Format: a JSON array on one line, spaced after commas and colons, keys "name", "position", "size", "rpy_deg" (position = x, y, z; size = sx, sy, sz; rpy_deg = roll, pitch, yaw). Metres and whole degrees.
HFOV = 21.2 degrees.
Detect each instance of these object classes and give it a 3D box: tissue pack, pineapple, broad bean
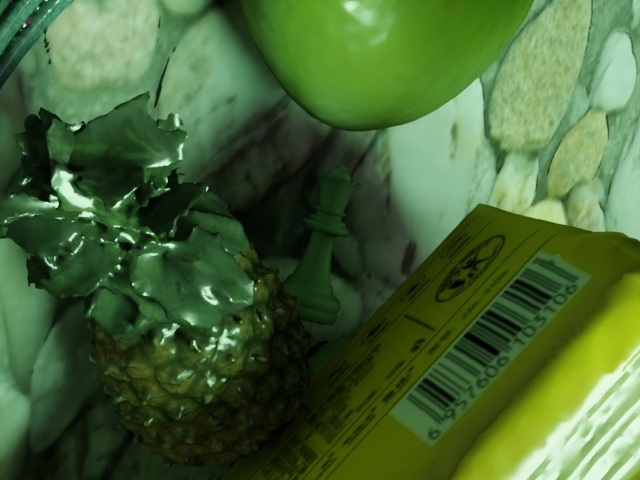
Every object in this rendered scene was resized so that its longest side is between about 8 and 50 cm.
[{"name": "tissue pack", "position": [0.061, 0.189, 0.867], "size": [0.228, 0.293, 0.382], "rpy_deg": [45, 85, -13]}, {"name": "pineapple", "position": [-0.079, 0.020, 0.804], "size": [0.125, 0.125, 0.251], "rpy_deg": [-55, 155, -18]}, {"name": "broad bean", "position": [0.050, -0.196, 0.865], "size": [0.238, 0.119, 0.291], "rpy_deg": [-18, 124, -58]}]

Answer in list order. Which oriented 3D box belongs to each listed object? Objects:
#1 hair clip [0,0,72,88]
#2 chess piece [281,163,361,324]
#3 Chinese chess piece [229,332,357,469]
[{"name": "hair clip", "position": [-0.116, -0.102, 0.755], "size": [0.229, 0.070, 0.039], "rpy_deg": [-52, 158, -10]}, {"name": "chess piece", "position": [0.000, 0.000, 1.001], "size": [0.042, 0.042, 0.093], "rpy_deg": [10, 94, -58]}, {"name": "Chinese chess piece", "position": [0.025, 0.151, 1.091], "size": [0.188, 0.083, 0.188], "rpy_deg": [-35, 139, -38]}]
